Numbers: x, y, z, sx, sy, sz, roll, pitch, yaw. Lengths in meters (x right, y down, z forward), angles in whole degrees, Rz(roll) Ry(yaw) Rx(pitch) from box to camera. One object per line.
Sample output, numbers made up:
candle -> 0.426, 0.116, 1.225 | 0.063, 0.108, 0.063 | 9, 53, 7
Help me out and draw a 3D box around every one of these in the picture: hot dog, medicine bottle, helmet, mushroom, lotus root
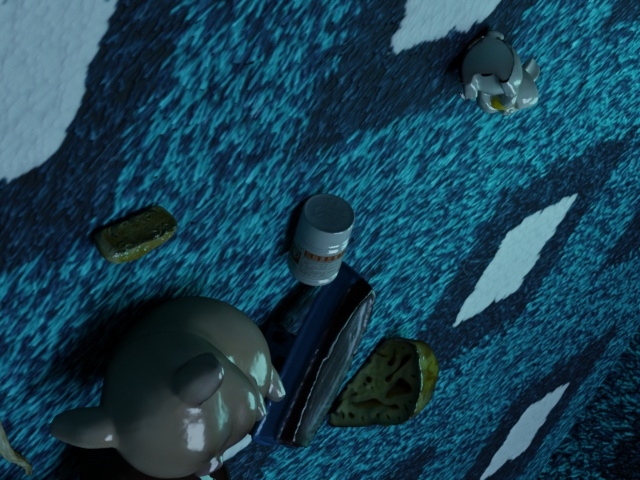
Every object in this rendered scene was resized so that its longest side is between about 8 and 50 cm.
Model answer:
hot dog -> -0.162, 0.000, 1.574 | 0.090, 0.030, 0.034 | -28, 160, -46
medicine bottle -> 0.000, 0.000, 1.887 | 0.057, 0.057, 0.089 | -35, 156, -36
helmet -> -0.180, 0.225, 1.832 | 0.155, 0.175, 0.106 | -20, 123, 7
mushroom -> -0.290, 0.167, 1.629 | 0.028, 0.026, 0.286 | -30, 160, -5
lotus root -> 0.101, 0.195, 2.434 | 0.159, 0.095, 0.135 | -52, 165, 25

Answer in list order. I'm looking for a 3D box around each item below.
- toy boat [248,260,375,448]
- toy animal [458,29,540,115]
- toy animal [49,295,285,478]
toy boat -> -0.019, 0.124, 2.031 | 0.223, 0.097, 0.100 | -65, 158, -4
toy animal -> 0.192, -0.169, 1.960 | 0.071, 0.085, 0.124 | -20, 152, 17
toy animal -> -0.127, 0.137, 1.727 | 0.166, 0.154, 0.250 | -43, 180, 15
